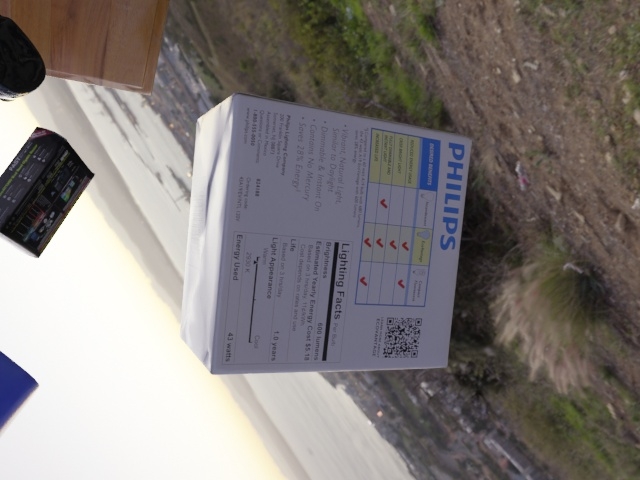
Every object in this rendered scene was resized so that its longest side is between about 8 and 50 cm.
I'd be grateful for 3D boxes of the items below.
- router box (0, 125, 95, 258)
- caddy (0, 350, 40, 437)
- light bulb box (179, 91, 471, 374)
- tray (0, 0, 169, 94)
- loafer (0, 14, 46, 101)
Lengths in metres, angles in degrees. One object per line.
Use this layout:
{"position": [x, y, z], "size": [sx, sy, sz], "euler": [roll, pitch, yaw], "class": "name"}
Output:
{"position": [-0.311, -0.051, 0.607], "size": [0.038, 0.122, 0.092], "euler": [25, 161, 7], "class": "router box"}
{"position": [-0.548, 0.174, 0.710], "size": [0.242, 0.179, 0.341], "euler": [11, 142, 35], "class": "caddy"}
{"position": [0.000, 0.000, 0.832], "size": [0.225, 0.362, 0.357], "euler": [-170, 86, -65], "class": "light bulb box"}
{"position": [-0.277, -0.361, 0.661], "size": [0.411, 0.203, 0.076], "euler": [125, 143, -50], "class": "tray"}
{"position": [-0.290, -0.182, 0.422], "size": [0.061, 0.062, 0.170], "euler": [-8, 118, 43], "class": "loafer"}
